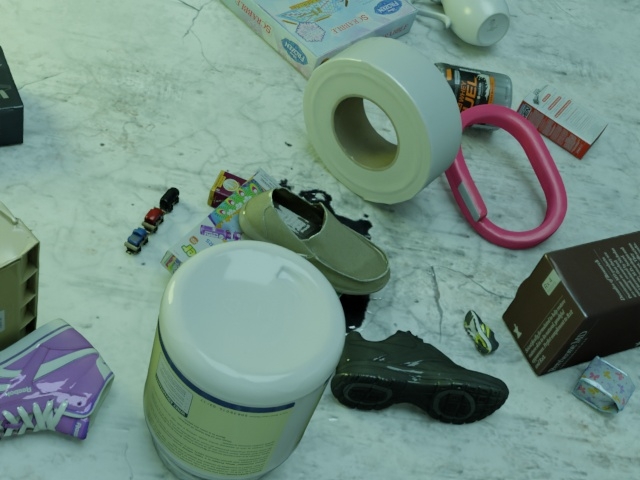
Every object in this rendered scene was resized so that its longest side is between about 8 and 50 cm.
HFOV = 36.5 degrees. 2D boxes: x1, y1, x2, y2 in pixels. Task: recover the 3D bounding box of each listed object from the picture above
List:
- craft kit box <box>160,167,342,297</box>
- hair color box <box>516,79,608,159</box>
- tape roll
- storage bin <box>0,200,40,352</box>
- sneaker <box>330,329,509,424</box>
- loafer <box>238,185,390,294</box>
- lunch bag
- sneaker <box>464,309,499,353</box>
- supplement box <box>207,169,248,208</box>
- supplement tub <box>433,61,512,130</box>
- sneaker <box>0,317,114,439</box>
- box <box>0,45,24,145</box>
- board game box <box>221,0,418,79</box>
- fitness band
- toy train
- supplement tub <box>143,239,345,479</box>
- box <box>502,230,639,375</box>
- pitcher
[{"bbox_3d":[-0.087,0.040,1.574,0.250,0.061,0.247,42,55,2],"label":"craft kit box"},{"bbox_3d":[0.501,-0.252,2.018,0.167,0.053,0.093,38,53,12],"label":"hair color box"},{"bbox_3d":[0.106,-0.208,1.713,0.286,0.286,0.100,39,51,15],"label":"tape roll"},{"bbox_3d":[-0.514,0.096,1.290,0.260,0.262,0.123,-32,68,-35],"label":"storage bin"},{"bbox_3d":[0.159,0.203,1.521,0.286,0.109,0.130,13,44,-10],"label":"sneaker"},{"bbox_3d":[0.000,0.000,1.548,0.268,0.092,0.102,25,54,-11],"label":"loafer"},{"bbox_3d":[0.474,0.246,1.614,0.083,0.053,0.071,30,47,20],"label":"lunch bag"},{"bbox_3d":[0.273,0.155,1.642,0.035,0.031,0.083,-1,56,-35],"label":"sneaker"},{"bbox_3d":[-0.147,-0.077,1.685,0.083,0.043,0.055,22,49,0],"label":"supplement box"},{"bbox_3d":[0.277,-0.289,1.937,0.190,0.117,0.117,8,51,-11],"label":"supplement tub"},{"bbox_3d":[-0.405,0.233,1.323,0.161,0.102,0.282,42,52,13],"label":"sneaker"},{"bbox_3d":[-0.599,-0.238,1.640,0.155,0.093,0.158,-12,56,-26],"label":"box"},{"bbox_3d":[-0.012,-0.508,2.054,0.318,0.066,0.318,-32,67,-35],"label":"board game box"},{"bbox_3d":[0.345,-0.122,1.829,0.208,0.054,0.291,-13,71,-21],"label":"fitness band"},{"bbox_3d":[-0.278,-0.035,1.614,0.027,0.036,0.158,27,50,5],"label":"toy train"},{"bbox_3d":[-0.113,0.180,1.305,0.235,0.325,0.236,9,51,-11],"label":"supplement tub"},{"bbox_3d":[0.526,0.090,1.663,0.381,0.191,0.143,-10,56,-24],"label":"box"},{"bbox_3d":[0.302,-0.506,2.130,0.177,0.126,0.207,-26,51,-9],"label":"pitcher"}]
